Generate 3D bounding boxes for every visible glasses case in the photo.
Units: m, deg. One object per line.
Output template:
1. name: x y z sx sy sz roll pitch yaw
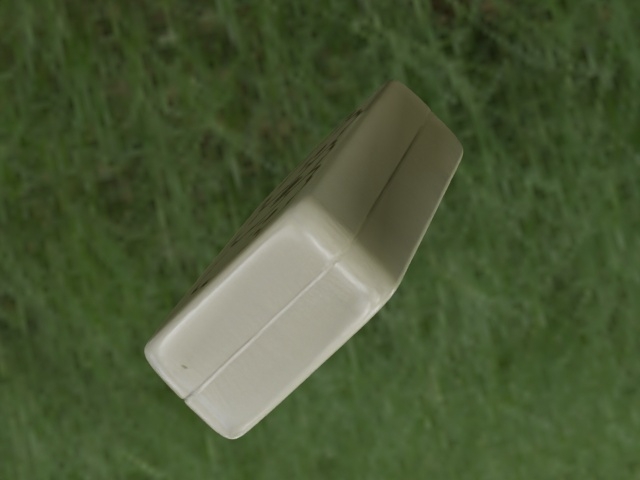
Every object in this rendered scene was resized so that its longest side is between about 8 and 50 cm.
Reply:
1. glasses case: 0.000 0.000 1.168 0.144 0.076 0.336 -44 -176 19
